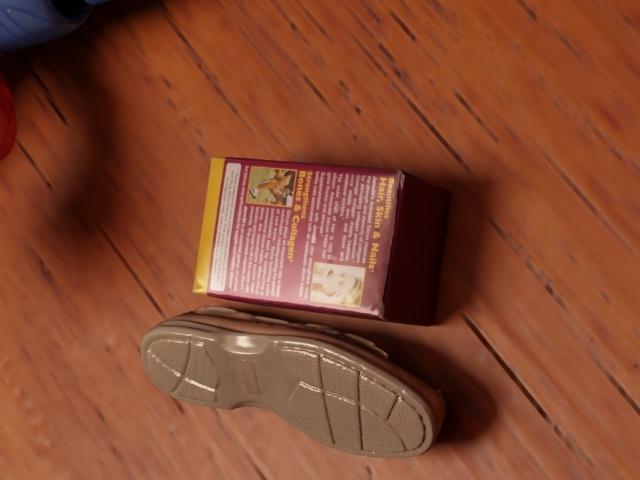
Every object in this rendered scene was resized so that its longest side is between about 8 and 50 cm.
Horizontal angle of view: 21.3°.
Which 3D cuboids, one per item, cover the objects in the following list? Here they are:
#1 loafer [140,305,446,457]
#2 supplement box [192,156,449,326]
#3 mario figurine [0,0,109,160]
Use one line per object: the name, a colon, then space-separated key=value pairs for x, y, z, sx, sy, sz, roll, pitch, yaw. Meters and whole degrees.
loafer: x=-0.007 y=0.046 z=0.637 sx=0.125 sy=0.039 sz=0.045 roll=12 pitch=123 yaw=27
supplement box: x=0.000 y=0.000 z=0.636 sx=0.083 sy=0.043 sz=0.055 roll=7 pitch=86 yaw=30
mario figurine: x=-0.162 y=-0.107 z=0.663 sx=0.320 sy=0.170 sz=0.198 roll=-30 pitch=35 yaw=14
